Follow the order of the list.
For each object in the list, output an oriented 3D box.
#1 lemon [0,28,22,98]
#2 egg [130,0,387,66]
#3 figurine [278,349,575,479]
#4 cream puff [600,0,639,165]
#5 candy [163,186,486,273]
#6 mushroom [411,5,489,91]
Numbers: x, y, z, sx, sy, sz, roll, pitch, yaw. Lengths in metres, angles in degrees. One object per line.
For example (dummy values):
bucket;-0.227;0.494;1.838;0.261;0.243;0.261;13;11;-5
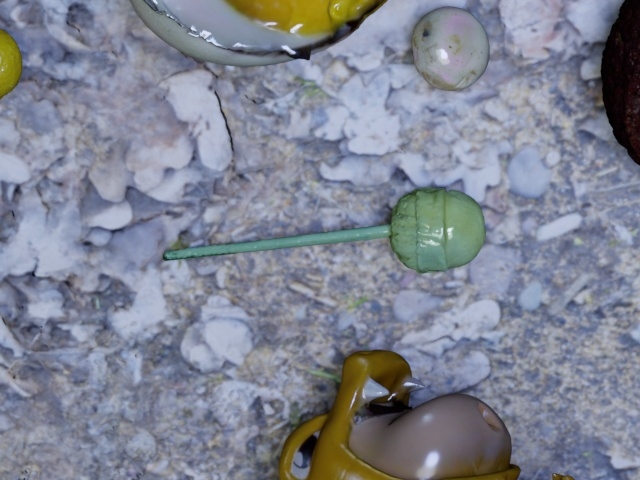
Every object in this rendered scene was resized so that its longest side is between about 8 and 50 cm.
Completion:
lemon;-0.324;-0.177;1.521;0.062;0.062;0.083;-5;108;3
egg;-0.065;-0.291;1.431;0.286;0.174;0.264;-43;100;-13
figurine;0.116;0.332;1.541;0.387;0.268;0.401;33;71;23
cream puff;0.379;-0.164;1.450;0.239;0.165;0.239;2;125;3
candy;0.000;0.000;1.574;0.336;0.093;0.092;-5;116;12
mushroom;0.125;-0.186;1.508;0.084;0.067;0.083;2;85;-28
